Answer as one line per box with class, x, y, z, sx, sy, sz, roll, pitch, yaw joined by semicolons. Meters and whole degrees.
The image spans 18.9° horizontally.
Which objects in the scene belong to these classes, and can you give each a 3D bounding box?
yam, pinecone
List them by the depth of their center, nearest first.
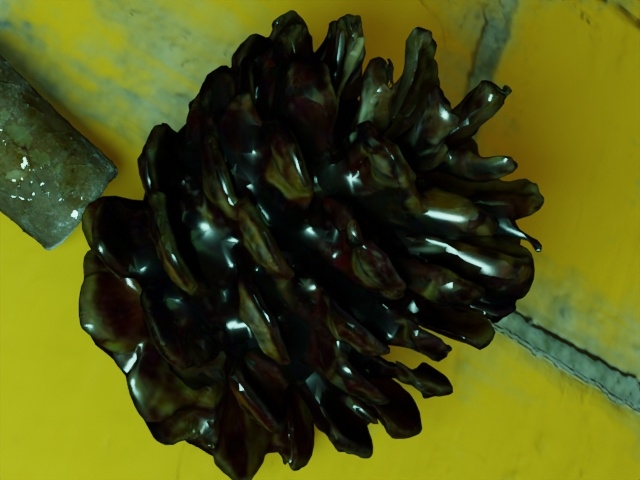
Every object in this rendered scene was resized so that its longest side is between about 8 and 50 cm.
yam;-0.199;-0.064;1.221;0.141;0.079;0.079;45;55;-16
pinecone;0.006;0.002;1.225;0.242;0.296;0.298;47;16;25
